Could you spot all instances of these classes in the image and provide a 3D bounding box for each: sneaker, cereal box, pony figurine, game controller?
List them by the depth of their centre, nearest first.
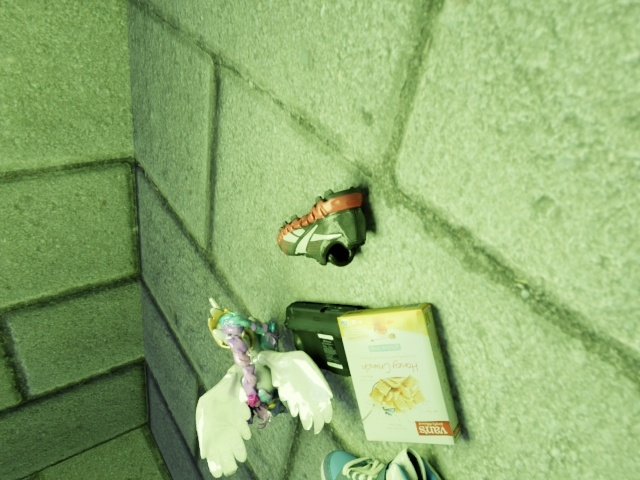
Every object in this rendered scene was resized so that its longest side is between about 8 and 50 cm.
[{"bbox_3d":[0.137,0.239,0.838,0.173,0.047,0.240,-13,92,34],"label":"cereal box"},{"bbox_3d":[0.131,0.472,0.936,0.323,0.130,0.236,35,120,49],"label":"sneaker"},{"bbox_3d":[0.000,0.000,0.939,0.276,0.098,0.135,-30,76,54],"label":"sneaker"},{"bbox_3d":[0.027,0.219,1.037,0.319,0.067,0.166,-6,112,56],"label":"game controller"},{"bbox_3d":[-0.151,0.321,1.105,0.363,0.303,0.351,76,168,-68],"label":"pony figurine"}]
